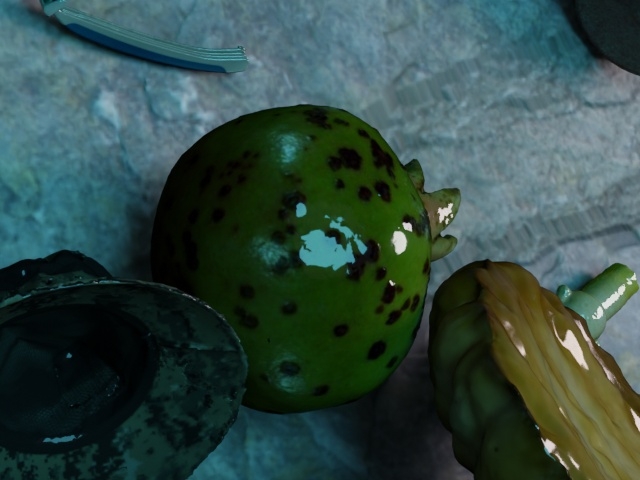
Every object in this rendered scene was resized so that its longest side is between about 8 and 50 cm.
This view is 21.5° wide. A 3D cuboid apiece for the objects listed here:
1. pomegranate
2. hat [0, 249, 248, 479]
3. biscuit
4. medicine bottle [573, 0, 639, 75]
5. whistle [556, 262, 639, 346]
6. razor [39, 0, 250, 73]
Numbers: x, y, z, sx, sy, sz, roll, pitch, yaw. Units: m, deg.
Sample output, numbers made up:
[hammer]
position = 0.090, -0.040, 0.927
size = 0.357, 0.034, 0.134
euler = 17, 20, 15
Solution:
[pomegranate]
position = -0.005, -0.011, 1.274
size = 0.231, 0.231, 0.286
euler = 50, 47, -14
[hat]
position = -0.188, 0.081, 1.172
size = 0.265, 0.265, 0.128
euler = 0, 43, -33
[biscuit]
position = 0.187, 0.161, 1.285
size = 0.326, 0.107, 0.326
euler = 46, 17, -19
[medicine bottle]
position = 0.382, -0.303, 1.628
size = 0.151, 0.151, 0.322
euler = 51, 57, -14
[whistle]
position = 0.219, 0.081, 1.490
size = 0.198, 0.057, 0.104
euler = -35, 99, -33
[razor]
position = -0.141, -0.162, 1.322
size = 0.191, 0.037, 0.068
euler = 18, 28, -33
